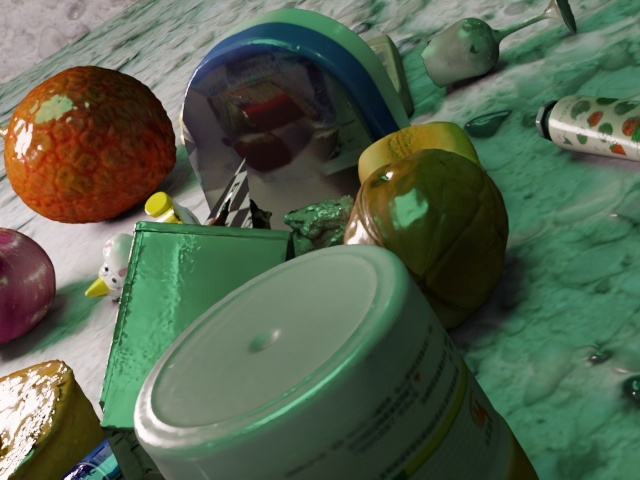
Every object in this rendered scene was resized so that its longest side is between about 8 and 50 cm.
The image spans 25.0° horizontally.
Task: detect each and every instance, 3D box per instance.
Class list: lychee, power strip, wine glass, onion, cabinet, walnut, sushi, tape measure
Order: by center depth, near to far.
[{"bbox_3d":[-0.108,0.111,1.308,0.150,0.145,0.206,4,58,6],"label":"cabinet"},{"bbox_3d":[0.103,-0.003,1.402,0.167,0.167,0.207,-24,22,20],"label":"walnut"},{"bbox_3d":[-0.130,0.075,1.602,0.294,0.059,0.292,-56,14,15],"label":"sushi"},{"bbox_3d":[-0.038,-0.147,1.776,0.259,0.262,0.138,-18,16,30],"label":"tape measure"},{"bbox_3d":[0.229,-0.265,1.875,0.195,0.079,0.079,-22,25,21],"label":"wine glass"},{"bbox_3d":[-0.462,0.059,2.002,0.207,0.200,0.200,-28,19,46],"label":"onion"},{"bbox_3d":[0.080,-0.217,2.017,0.080,0.048,0.286,-29,24,11],"label":"power strip"},{"bbox_3d":[-0.362,-0.145,2.196,0.300,0.255,0.255,12,47,40],"label":"lychee"}]

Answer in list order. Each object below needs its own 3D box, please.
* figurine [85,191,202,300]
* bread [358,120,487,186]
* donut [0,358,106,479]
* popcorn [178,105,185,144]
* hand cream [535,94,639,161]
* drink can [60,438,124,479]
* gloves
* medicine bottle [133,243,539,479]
[{"bbox_3d":[-0.233,0.023,1.899,0.178,0.109,0.129,-39,-3,-14],"label":"figurine"},{"bbox_3d":[0.115,-0.062,1.595,0.134,0.085,0.173,-21,25,5],"label":"bread"},{"bbox_3d":[-0.344,0.252,1.518,0.277,0.108,0.277,-29,24,14],"label":"donut"},{"bbox_3d":[-0.108,-0.167,2.027,0.180,0.170,0.180,-8,68,22],"label":"popcorn"},{"bbox_3d":[0.327,-0.111,1.469,0.095,0.059,0.276,-44,29,-20],"label":"hand cream"},{"bbox_3d":[-0.141,0.194,1.399,0.235,0.097,0.097,-42,24,-21],"label":"drink can"},{"bbox_3d":[-0.004,0.005,1.620,0.144,0.094,0.110,-39,10,6],"label":"gloves"},{"bbox_3d":[0.014,0.159,1.089,0.238,0.232,0.238,-28,24,13],"label":"medicine bottle"}]
